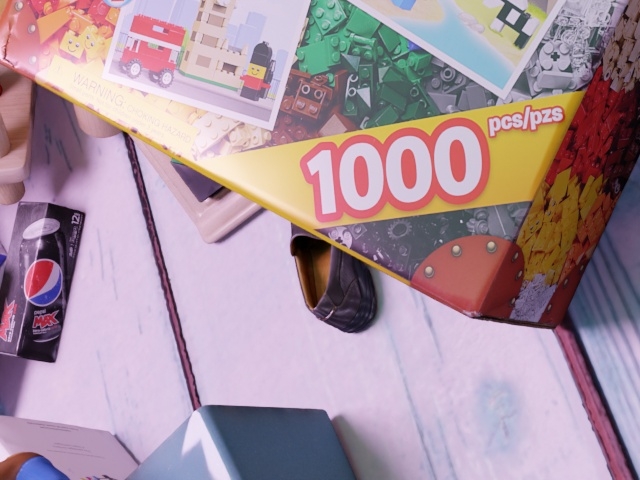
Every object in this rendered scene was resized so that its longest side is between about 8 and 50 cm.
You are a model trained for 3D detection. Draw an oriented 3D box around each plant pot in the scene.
[{"bbox_3d":[-0.043,0.279,1.256,0.166,0.165,0.234,-46,59,25],"label":"plant pot"}]

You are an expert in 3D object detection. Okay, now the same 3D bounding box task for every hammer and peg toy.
[{"bbox_3d":[-0.387,-0.157,1.683,0.361,0.127,0.266,-7,48,0],"label":"hammer and peg toy"}]

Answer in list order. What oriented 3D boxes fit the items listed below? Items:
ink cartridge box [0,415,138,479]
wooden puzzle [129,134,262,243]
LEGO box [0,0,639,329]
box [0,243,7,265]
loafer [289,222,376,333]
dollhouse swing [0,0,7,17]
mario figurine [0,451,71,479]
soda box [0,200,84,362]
[{"bbox_3d":[-0.241,0.301,1.425,0.232,0.168,0.171,40,106,43],"label":"ink cartridge box"},{"bbox_3d":[-0.105,-0.143,1.447,0.221,0.044,0.239,-36,87,31],"label":"wooden puzzle"},{"bbox_3d":[0.032,-0.205,1.207,0.500,0.193,0.373,28,98,27],"label":"LEGO box"},{"bbox_3d":[-0.415,-0.014,1.747,0.028,0.081,0.136,-55,48,16],"label":"box"},{"bbox_3d":[0.000,0.000,1.359,0.062,0.061,0.170,-39,54,29],"label":"loafer"},{"bbox_3d":[-0.345,-0.370,1.465,0.305,0.346,0.315,5,90,51],"label":"dollhouse swing"},{"bbox_3d":[-0.144,0.268,1.123,0.320,0.198,0.170,12,83,39],"label":"mario figurine"},{"bbox_3d":[-0.307,0.044,1.647,0.060,0.053,0.169,4,81,44],"label":"soda box"}]
